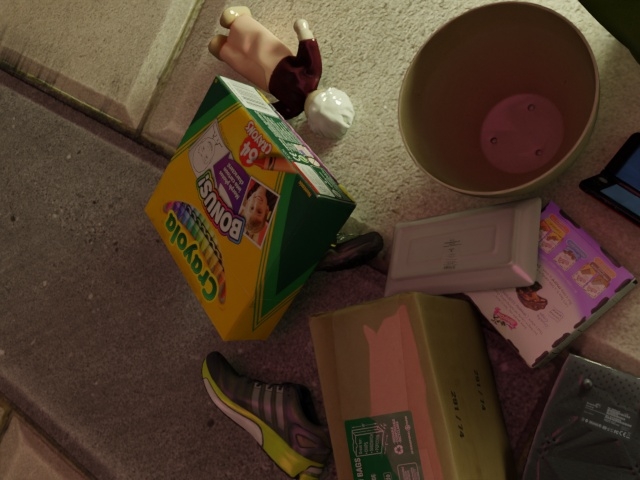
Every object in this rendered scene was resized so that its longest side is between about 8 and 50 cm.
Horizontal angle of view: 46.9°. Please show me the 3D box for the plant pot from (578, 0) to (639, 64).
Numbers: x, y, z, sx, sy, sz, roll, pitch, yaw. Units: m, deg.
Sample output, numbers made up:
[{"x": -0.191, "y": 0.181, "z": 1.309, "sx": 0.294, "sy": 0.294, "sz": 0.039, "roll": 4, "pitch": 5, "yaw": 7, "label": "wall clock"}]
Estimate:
[{"x": 0.474, "y": -0.389, "z": 0.941, "sx": 0.367, "sy": 0.353, "sz": 0.366, "roll": -15, "pitch": 61, "yaw": 29, "label": "plant pot"}]

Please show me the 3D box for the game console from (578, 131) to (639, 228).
[{"x": 0.471, "y": -0.081, "z": 1.062, "sx": 0.144, "sy": 0.124, "sz": 0.085, "roll": 40, "pitch": 127, "yaw": 28, "label": "game console"}]

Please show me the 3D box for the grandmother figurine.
[{"x": -0.065, "y": -0.313, "z": 1.387, "sx": 0.342, "sy": 0.104, "sz": 0.207, "roll": 45, "pitch": 130, "yaw": 24, "label": "grandmother figurine"}]

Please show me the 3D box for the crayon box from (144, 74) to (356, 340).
[{"x": -0.142, "y": -0.059, "z": 1.305, "sx": 0.313, "sy": 0.106, "sz": 0.363, "roll": -56, "pitch": 51, "yaw": 23, "label": "crayon box"}]

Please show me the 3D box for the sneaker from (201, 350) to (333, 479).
[{"x": -0.085, "y": 0.285, "z": 1.289, "sx": 0.300, "sy": 0.111, "sz": 0.121, "roll": 38, "pitch": 89, "yaw": 23, "label": "sneaker"}]

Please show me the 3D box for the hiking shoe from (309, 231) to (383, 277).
[{"x": 0.000, "y": 0.000, "z": 1.294, "sx": 0.227, "sy": 0.086, "sz": 0.114, "roll": -14, "pitch": 78, "yaw": 26, "label": "hiking shoe"}]

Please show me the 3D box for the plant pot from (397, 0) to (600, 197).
[{"x": 0.283, "y": -0.186, "z": 1.118, "sx": 0.284, "sy": 0.191, "sz": 0.284, "roll": -6, "pitch": 77, "yaw": 27, "label": "plant pot"}]

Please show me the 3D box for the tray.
[{"x": 0.210, "y": 0.012, "z": 1.156, "sx": 0.270, "sy": 0.030, "sz": 0.145, "roll": -10, "pitch": 60, "yaw": 41, "label": "tray"}]

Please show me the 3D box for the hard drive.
[{"x": 0.377, "y": 0.303, "z": 1.026, "sx": 0.172, "sy": 0.054, "sz": 0.254, "roll": 19, "pitch": 85, "yaw": 10, "label": "hard drive"}]

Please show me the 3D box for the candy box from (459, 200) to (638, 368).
[{"x": 0.339, "y": 0.068, "z": 1.110, "sx": 0.196, "sy": 0.070, "sz": 0.165, "roll": -46, "pitch": 63, "yaw": 13, "label": "candy box"}]

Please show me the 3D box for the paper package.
[{"x": 0.141, "y": 0.247, "z": 1.046, "sx": 0.168, "sy": 0.309, "sz": 0.324, "roll": -17, "pitch": 75, "yaw": 25, "label": "paper package"}]
